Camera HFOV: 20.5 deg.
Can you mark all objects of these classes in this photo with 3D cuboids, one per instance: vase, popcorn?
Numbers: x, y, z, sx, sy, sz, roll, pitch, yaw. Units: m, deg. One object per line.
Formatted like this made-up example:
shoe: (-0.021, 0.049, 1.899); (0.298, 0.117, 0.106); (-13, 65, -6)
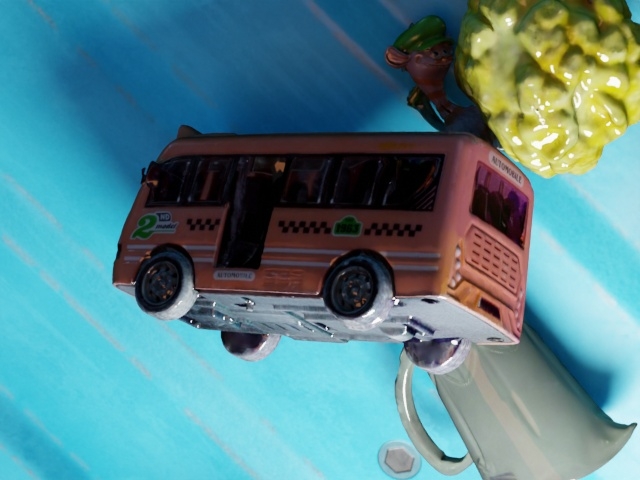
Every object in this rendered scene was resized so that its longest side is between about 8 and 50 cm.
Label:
vase: (0.177, 0.143, 1.978); (0.251, 0.156, 0.301); (-31, 95, 31)
popcorn: (0.232, -0.182, 1.789); (0.181, 0.217, 0.235); (-29, 132, -4)

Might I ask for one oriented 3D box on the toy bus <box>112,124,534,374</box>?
toy bus: (0.000, 0.000, 1.865); (0.427, 0.203, 0.233); (2, 73, 33)

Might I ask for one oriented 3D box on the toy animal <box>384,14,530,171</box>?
toy animal: (0.147, -0.140, 1.901); (0.208, 0.100, 0.103); (48, 156, -10)
